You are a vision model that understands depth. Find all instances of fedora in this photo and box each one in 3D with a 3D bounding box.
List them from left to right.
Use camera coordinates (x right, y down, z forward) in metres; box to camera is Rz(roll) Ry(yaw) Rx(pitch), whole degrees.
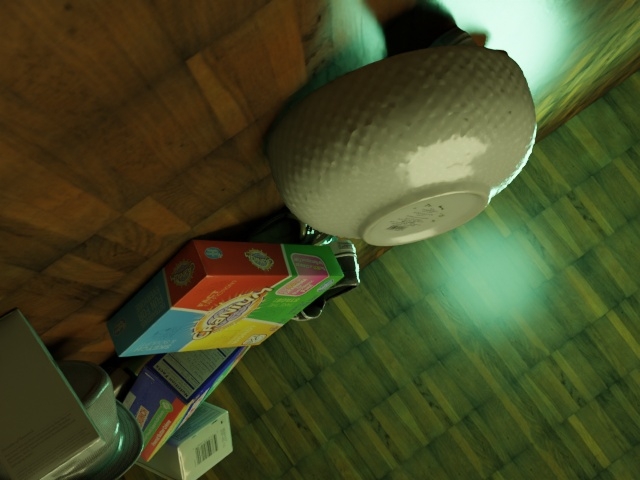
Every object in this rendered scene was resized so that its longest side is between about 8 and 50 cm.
[{"bbox_3d":[-0.390,0.256,1.247,0.275,0.243,0.124,-18,134,-40],"label":"fedora"}]

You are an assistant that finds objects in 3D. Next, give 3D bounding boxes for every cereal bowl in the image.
[{"bbox_3d":[0.111,-0.088,1.055,0.339,0.141,0.339,-15,162,-5],"label":"cereal bowl"}]

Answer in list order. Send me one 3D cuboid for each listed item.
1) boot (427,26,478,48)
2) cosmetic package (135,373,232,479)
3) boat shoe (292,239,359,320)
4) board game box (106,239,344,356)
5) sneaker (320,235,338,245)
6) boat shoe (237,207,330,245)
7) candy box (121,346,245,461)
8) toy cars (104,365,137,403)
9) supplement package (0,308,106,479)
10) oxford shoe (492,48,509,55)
[{"bbox_3d":[0.177,-0.188,1.223,0.095,0.123,0.258,-34,172,-15],"label":"boot"},{"bbox_3d":[-0.365,0.418,1.925,0.309,0.113,0.160,12,-152,37],"label":"cosmetic package"},{"bbox_3d":[-0.037,0.102,1.599,0.108,0.102,0.301,5,153,-45],"label":"boat shoe"},{"bbox_3d":[-0.149,0.094,1.397,0.242,0.064,0.316,-41,154,32],"label":"board game box"},{"bbox_3d":[0.000,0.000,1.716,0.110,0.107,0.275,-46,171,9],"label":"sneaker"},{"bbox_3d":[-0.043,-0.018,1.466,0.223,0.080,0.073,-27,175,-27],"label":"boat shoe"},{"bbox_3d":[-0.260,0.260,1.756,0.317,0.122,0.268,-44,174,-44],"label":"candy box"},{"bbox_3d":[-0.463,0.313,1.627,0.176,0.087,0.393,-51,173,19],"label":"toy cars"},{"bbox_3d":[-0.343,0.188,0.998,0.105,0.179,0.105,-33,172,-17],"label":"supplement package"},{"bbox_3d":[0.237,-0.235,1.424,0.212,0.076,0.076,-41,-178,37],"label":"oxford shoe"}]
